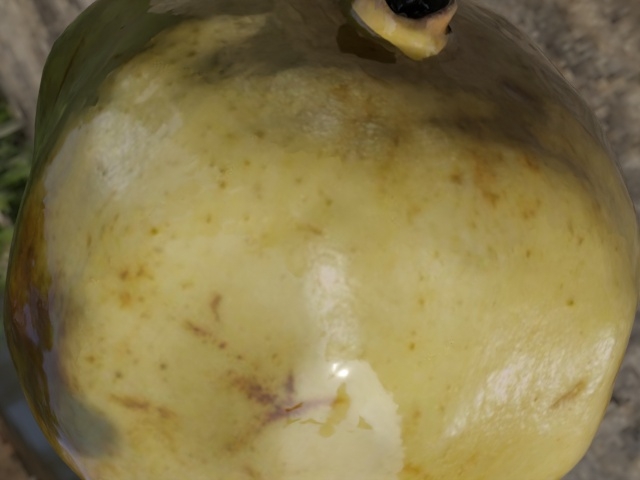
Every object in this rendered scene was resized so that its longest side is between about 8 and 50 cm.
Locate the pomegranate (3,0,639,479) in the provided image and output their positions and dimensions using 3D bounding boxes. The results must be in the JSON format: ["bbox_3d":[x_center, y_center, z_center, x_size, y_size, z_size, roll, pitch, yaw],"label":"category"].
[{"bbox_3d":[0.000,0.000,0.852,0.332,0.333,0.332,43,149,33],"label":"pomegranate"}]
